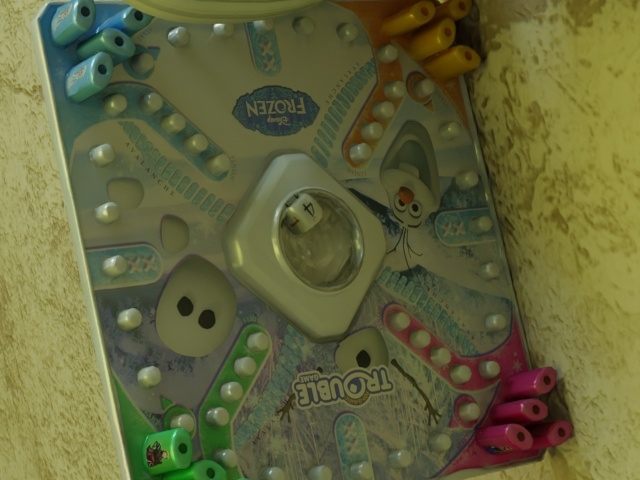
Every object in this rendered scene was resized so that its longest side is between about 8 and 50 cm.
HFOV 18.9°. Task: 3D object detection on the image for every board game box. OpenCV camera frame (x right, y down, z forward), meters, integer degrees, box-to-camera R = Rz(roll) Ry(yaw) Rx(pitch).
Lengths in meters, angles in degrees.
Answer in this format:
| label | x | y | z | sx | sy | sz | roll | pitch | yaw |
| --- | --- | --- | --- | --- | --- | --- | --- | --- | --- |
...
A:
| label | x | y | z | sx | sy | sz | roll | pitch | yaw |
| --- | --- | --- | --- | --- | --- | --- | --- | --- | --- |
| board game box | 0.000 | 0.000 | 1.428 | 0.050 | 0.390 | 0.390 | -22 | 77 | 51 |

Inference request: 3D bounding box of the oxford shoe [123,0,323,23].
| label | x | y | z | sx | sy | sz | roll | pitch | yaw |
| --- | --- | --- | --- | --- | --- | --- | --- | --- | --- |
| oxford shoe | -0.051 | -0.247 | 1.426 | 0.130 | 0.449 | 0.169 | -26 | 99 | 33 |
